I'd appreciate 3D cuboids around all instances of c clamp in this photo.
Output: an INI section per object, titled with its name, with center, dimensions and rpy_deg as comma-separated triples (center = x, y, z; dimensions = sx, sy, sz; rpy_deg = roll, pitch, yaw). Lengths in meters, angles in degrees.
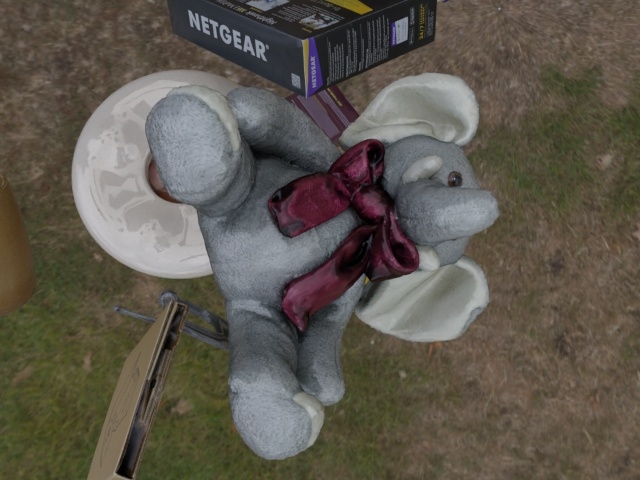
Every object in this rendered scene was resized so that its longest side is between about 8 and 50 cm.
[c clamp]
center = -0.154, 0.084, 0.847
dimensions = 0.137, 0.161, 0.022
rpy_deg = 24, 92, -8

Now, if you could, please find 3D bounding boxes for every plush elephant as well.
[plush elephant]
center = 0.036, -0.013, 0.636
dimensions = 0.256, 0.330, 0.271
rpy_deg = -14, 98, 2

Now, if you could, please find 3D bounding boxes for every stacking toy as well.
[stacking toy]
center = -0.233, -0.068, 1.393
dimensions = 0.351, 0.480, 0.350
rpy_deg = 1, 77, -3

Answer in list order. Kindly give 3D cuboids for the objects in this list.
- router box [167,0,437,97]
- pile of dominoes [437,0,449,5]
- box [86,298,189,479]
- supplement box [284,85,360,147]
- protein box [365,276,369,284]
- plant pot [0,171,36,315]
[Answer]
[router box]
center = -0.031, -0.321, 1.050
dimensions = 0.309, 0.243, 0.081
rpy_deg = 34, 141, 38
[pile of dominoes]
center = 0.224, -0.481, 1.444
dimensions = 0.196, 0.251, 0.040
rpy_deg = -22, 86, -5
[box]
center = -0.184, 0.164, 0.722
dimensions = 0.021, 0.164, 0.201
rpy_deg = 22, 148, -16
[supplement box]
center = -0.046, -0.216, 1.491
dimensions = 0.239, 0.073, 0.130
rpy_deg = -33, 83, -20
[protein box]
center = 0.000, 0.000, 1.034
dimensions = 0.200, 0.201, 0.135
rpy_deg = 31, 124, 50
[plant pot]
center = -0.691, -0.013, 1.491
dimensions = 0.237, 0.237, 0.254
rpy_deg = 19, 122, 7
